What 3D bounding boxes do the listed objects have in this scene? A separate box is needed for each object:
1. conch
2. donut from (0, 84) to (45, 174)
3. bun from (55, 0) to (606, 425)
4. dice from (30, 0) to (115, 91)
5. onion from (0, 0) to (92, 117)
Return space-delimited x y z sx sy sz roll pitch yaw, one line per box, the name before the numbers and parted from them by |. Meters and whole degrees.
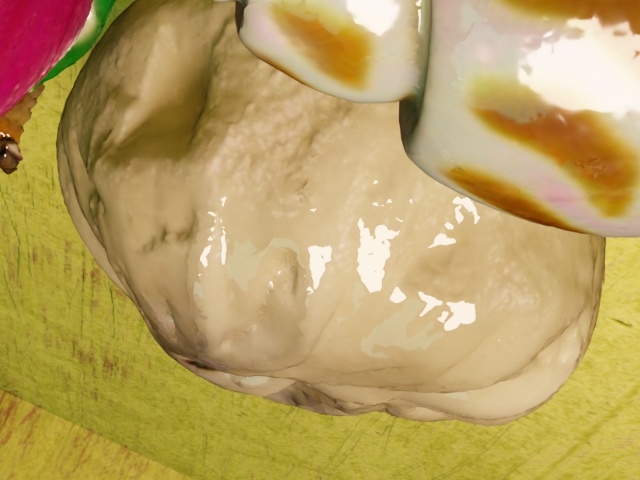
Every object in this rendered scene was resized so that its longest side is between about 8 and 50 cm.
conch | 0.085 -0.114 0.713 0.368 0.197 0.249 32 177 -13
donut | -0.269 -0.120 1.268 0.144 0.126 0.186 39 155 -19
bun | 0.000 0.000 1.110 0.359 0.211 0.360 21 162 7
dice | -0.191 -0.168 1.013 0.120 0.131 0.128 13 157 33
onion | -0.202 -0.214 0.693 0.348 0.348 0.385 32 125 -21
